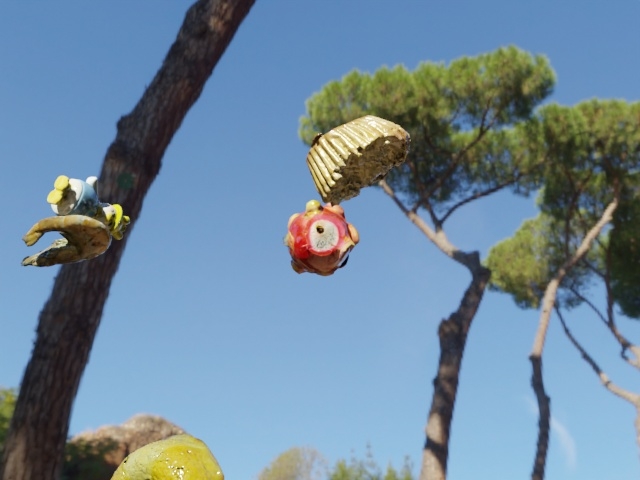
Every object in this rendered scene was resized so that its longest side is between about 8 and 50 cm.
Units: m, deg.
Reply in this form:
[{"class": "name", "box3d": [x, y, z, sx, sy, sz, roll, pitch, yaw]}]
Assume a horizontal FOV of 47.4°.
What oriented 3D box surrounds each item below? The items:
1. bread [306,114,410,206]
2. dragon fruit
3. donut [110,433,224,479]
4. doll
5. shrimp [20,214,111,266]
[{"class": "bread", "box3d": [0.094, -0.211, 1.839, 0.274, 0.149, 0.274, -32, -14, -9]}, {"class": "dragon fruit", "box3d": [-0.002, -0.002, 2.154, 0.224, 0.224, 0.227, 12, -8, -14]}, {"class": "donut", "box3d": [-0.285, 0.486, 1.311, 0.272, 0.272, 0.107, -25, -27, 34]}, {"class": "doll", "box3d": [-0.568, -0.076, 1.790, 0.098, 0.135, 0.241, -22, -34, 24]}, {"class": "shrimp", "box3d": [-0.587, 0.007, 1.611, 0.254, 0.059, 0.145, -11, -38, 13]}]
